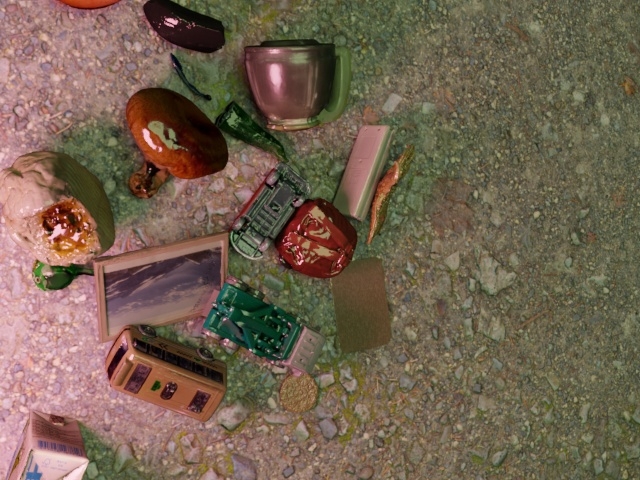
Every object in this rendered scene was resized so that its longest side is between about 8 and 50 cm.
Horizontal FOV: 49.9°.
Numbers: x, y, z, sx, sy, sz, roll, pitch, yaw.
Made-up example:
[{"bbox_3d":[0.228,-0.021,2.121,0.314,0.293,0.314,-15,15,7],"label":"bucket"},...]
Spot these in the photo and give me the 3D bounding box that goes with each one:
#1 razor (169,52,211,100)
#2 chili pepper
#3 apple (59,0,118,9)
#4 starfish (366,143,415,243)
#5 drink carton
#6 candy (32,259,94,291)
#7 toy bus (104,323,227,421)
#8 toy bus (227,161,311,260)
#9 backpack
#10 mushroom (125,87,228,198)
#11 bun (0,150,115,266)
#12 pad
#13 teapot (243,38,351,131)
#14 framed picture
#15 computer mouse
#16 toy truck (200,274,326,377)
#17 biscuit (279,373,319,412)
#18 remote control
[{"bbox_3d":[-0.343,-0.419,1.787,0.028,0.044,0.155,-39,105,9],"label":"razor"},{"bbox_3d":[-0.174,-0.275,1.854,0.226,0.059,0.088,37,82,-24],"label":"chili pepper"},{"bbox_3d":[-0.541,-0.678,1.603,0.271,0.206,0.252,-8,91,-22],"label":"apple"},{"bbox_3d":[0.189,-0.136,1.943,0.060,0.299,0.303,23,102,6],"label":"starfish"},{"bbox_3d":[-0.615,0.519,1.525,0.132,0.324,0.194,22,83,-23],"label":"drink carton"},{"bbox_3d":[-0.539,0.077,1.696,0.323,0.097,0.097,1,91,-32],"label":"candy"},{"bbox_3d":[-0.379,0.330,1.695,0.289,0.157,0.139,29,104,-22],"label":"toy bus"},{"bbox_3d":[-0.149,-0.072,1.828,0.121,0.120,0.265,39,76,-19],"label":"toy bus"},{"bbox_3d":[-0.001,0.000,1.883,0.229,0.139,0.229,-1,91,-22],"label":"backpack"},{"bbox_3d":[-0.377,-0.258,1.697,0.254,0.267,0.267,-13,97,11],"label":"mushroom"},{"bbox_3d":[-0.612,-0.070,1.568,0.204,0.281,0.282,-18,99,5],"label":"bun"},{"bbox_3d":[0.119,0.189,2.013,0.176,0.002,0.266,-10,95,-23],"label":"pad"},{"bbox_3d":[-0.065,-0.417,1.843,0.239,0.321,0.240,4,109,15],"label":"teapot"},{"bbox_3d":[-0.384,0.113,1.700,0.334,0.022,0.247,-13,128,-29],"label":"framed picture"},{"bbox_3d":[-0.346,-0.534,1.736,0.217,0.122,0.074,16,73,-21],"label":"computer mouse"},{"bbox_3d":[-0.151,0.230,1.775,0.363,0.178,0.177,34,79,-38],"label":"toy truck"},{"bbox_3d":[-0.059,0.428,1.933,0.120,0.015,0.120,-1,92,-23],"label":"biscuit"},{"bbox_3d":[0.123,-0.193,1.951,0.055,0.102,0.277,28,79,-42],"label":"remote control"}]
